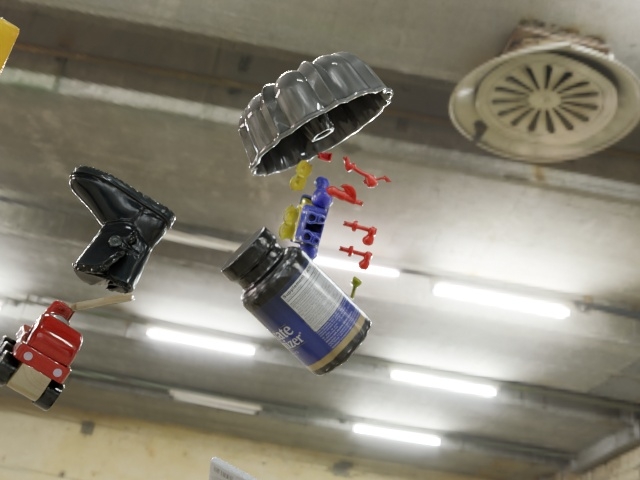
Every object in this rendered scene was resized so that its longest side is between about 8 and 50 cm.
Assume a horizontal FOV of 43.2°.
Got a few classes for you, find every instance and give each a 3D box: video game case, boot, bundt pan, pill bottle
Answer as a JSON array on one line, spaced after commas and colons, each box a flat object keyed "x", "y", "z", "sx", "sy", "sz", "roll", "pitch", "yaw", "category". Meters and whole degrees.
[{"x": -0.143, "y": 0.488, "z": 1.475, "sx": 0.157, "sy": 0.143, "sz": 0.019, "roll": 19, "pitch": 22, "yaw": 29, "category": "video game case"}, {"x": -0.445, "y": -0.021, "z": 1.639, "sx": 0.247, "sy": 0.207, "sz": 0.094, "roll": 28, "pitch": -31, "yaw": 2, "category": "boot"}, {"x": -0.025, "y": -0.264, "z": 1.629, "sx": 0.331, "sy": 0.124, "sz": 0.331, "roll": -29, "pitch": -5, "yaw": -3, "category": "bundt pan"}, {"x": -0.039, "y": 0.087, "z": 1.206, "sx": 0.219, "sy": 0.123, "sz": 0.123, "roll": 45, "pitch": -37, "yaw": -9, "category": "pill bottle"}]

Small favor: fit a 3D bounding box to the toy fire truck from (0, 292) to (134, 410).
[{"x": -0.468, "y": 0.171, "z": 1.484, "sx": 0.158, "sy": 0.246, "sz": 0.217, "roll": 36, "pitch": -9, "yaw": -20, "category": "toy fire truck"}]

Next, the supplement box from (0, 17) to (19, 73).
[{"x": -0.519, "y": -0.202, "z": 0.873, "sx": 0.357, "sy": 0.194, "sz": 0.195, "roll": 20, "pitch": -3, "yaw": 44, "category": "supplement box"}]

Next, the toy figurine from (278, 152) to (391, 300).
[{"x": 0.000, "y": 0.000, "z": 1.669, "sx": 0.191, "sy": 0.362, "sz": 0.217, "roll": 13, "pitch": 6, "yaw": -6, "category": "toy figurine"}]
